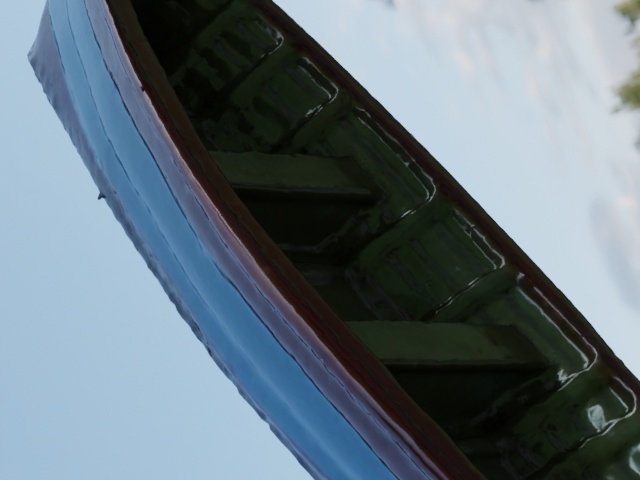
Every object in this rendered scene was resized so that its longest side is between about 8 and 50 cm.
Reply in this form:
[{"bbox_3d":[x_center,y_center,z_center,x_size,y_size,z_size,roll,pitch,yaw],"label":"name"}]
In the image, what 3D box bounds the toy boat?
[{"bbox_3d":[0.000,0.000,0.489,0.136,0.079,0.392,5,-146,-45],"label":"toy boat"}]
